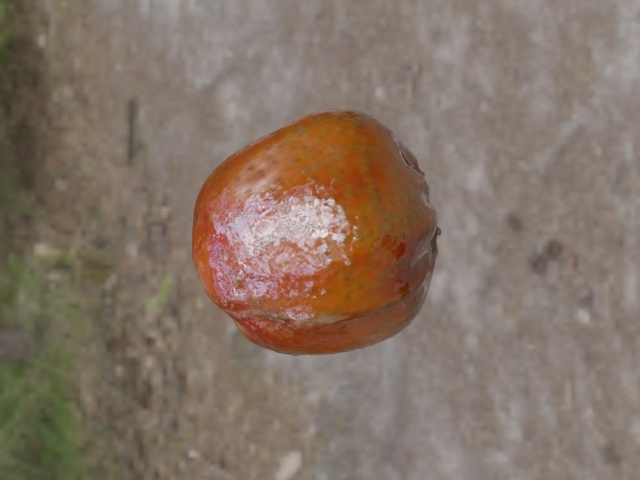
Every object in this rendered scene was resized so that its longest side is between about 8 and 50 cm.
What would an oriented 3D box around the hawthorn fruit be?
[{"bbox_3d":[0.000,0.000,0.765,0.128,0.128,0.128,-179,90,-68],"label":"hawthorn fruit"}]
